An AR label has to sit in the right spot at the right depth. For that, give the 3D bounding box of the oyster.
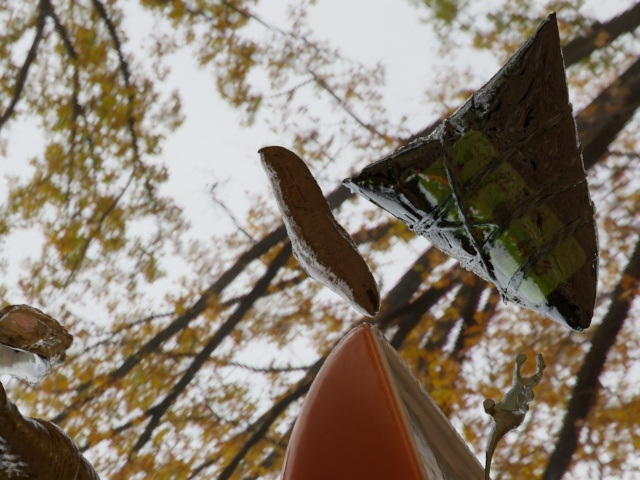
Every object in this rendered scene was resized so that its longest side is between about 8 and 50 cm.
[{"bbox_3d":[-0.352,0.108,1.277,0.163,0.191,0.081,9,-118,-8],"label":"oyster"}]

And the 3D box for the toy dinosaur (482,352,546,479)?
[{"bbox_3d":[0.176,0.151,1.077,0.180,0.037,0.058,-45,-48,-39],"label":"toy dinosaur"}]

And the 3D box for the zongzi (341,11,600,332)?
[{"bbox_3d":[0.289,-0.101,1.614,0.383,0.362,0.319,38,-167,-5],"label":"zongzi"}]

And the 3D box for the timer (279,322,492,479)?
[{"bbox_3d":[0.081,0.229,0.948,0.257,0.161,0.250,53,-154,-35],"label":"timer"}]

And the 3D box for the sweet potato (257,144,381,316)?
[{"bbox_3d":[-0.001,0.000,1.842,0.092,0.114,0.341,-26,-115,-12],"label":"sweet potato"}]

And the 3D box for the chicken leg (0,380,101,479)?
[{"bbox_3d":[-0.258,0.183,0.988,0.088,0.103,0.228,-48,-50,-21],"label":"chicken leg"}]
